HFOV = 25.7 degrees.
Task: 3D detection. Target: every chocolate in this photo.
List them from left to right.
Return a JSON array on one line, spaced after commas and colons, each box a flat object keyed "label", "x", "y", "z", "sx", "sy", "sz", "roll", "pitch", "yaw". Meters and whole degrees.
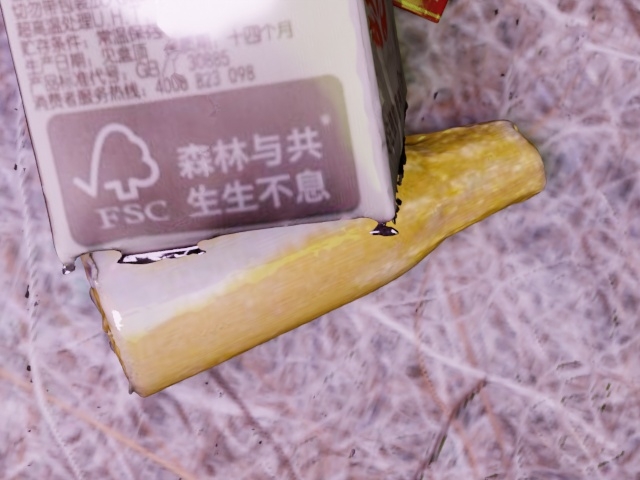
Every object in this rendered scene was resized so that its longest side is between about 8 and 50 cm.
[{"label": "chocolate", "x": 0.000, "y": 0.000, "z": 0.659, "sx": 0.219, "sy": 0.085, "sz": 0.085, "roll": -20, "pitch": 109, "yaw": -8}]

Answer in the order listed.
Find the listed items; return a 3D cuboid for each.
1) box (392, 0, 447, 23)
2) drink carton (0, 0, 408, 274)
[{"label": "box", "x": 0.046, "y": -0.148, "z": 0.649, "sx": 0.051, "sy": 0.023, "sz": 0.082, "roll": 20, "pitch": 101, "yaw": -17}, {"label": "drink carton", "x": -0.054, "y": -0.172, "z": 0.524, "sx": 0.132, "sy": 0.194, "sz": 0.324, "roll": -8, "pitch": 108, "yaw": 6}]
